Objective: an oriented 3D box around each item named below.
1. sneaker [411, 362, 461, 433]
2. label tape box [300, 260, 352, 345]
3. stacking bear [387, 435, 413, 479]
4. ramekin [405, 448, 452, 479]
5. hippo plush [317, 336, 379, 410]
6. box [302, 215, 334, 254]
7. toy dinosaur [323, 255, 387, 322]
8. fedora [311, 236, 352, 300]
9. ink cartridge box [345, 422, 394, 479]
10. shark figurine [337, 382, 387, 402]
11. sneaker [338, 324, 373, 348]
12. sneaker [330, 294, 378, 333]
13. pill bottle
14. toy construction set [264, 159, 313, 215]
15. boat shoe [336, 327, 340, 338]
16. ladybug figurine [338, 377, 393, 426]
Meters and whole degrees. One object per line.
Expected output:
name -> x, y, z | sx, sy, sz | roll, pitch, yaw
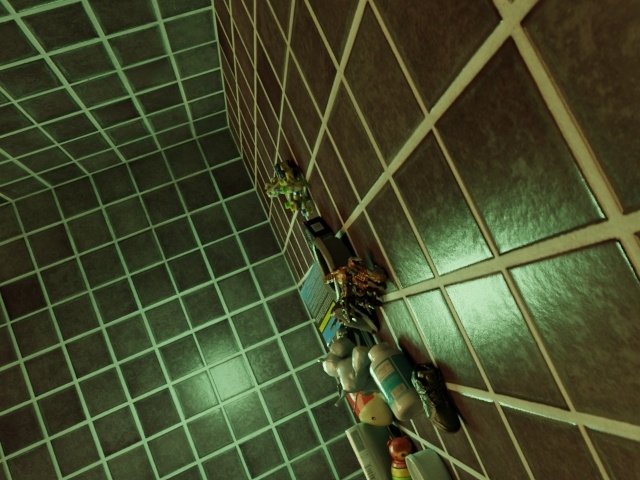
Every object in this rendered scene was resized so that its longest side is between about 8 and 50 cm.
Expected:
sneaker -> 0.350, 0.477, 1.436 | 0.130, 0.087, 0.228 | 72, 175, -50
label tape box -> 0.048, 0.277, 2.152 | 0.334, 0.105, 0.241 | 59, 137, 37
stacking bear -> 0.396, 1.059, 2.156 | 0.164, 0.175, 0.289 | 20, -125, -82
ramekin -> 0.434, 0.927, 1.836 | 0.207, 0.109, 0.207 | 157, 90, -79
hippo plush -> 0.135, 0.557, 2.037 | 0.234, 0.294, 0.236 | 32, 171, -38
box -> 0.000, 0.000, 2.115 | 0.156, 0.093, 0.158 | -127, 20, -50
toy dinosaur -> 0.128, 0.155, 1.685 | 0.322, 0.164, 0.219 | -157, 50, -71
fedora -> 0.066, 0.095, 1.915 | 0.243, 0.124, 0.276 | -141, 31, -67
ink cartridge box -> 0.299, 1.076, 2.362 | 0.385, 0.091, 0.308 | 31, -154, -59
shark figurine -> 0.207, 0.658, 2.188 | 0.166, 0.278, 0.116 | -86, 10, -45
sneaker -> 0.135, 0.408, 2.191 | 0.126, 0.127, 0.321 | 91, 156, -66
sneaker -> 0.139, 0.312, 1.890 | 0.271, 0.108, 0.100 | 40, -168, -38
pill bottle -> 0.273, 0.493, 1.671 | 0.146, 0.146, 0.264 | 79, 164, -44
toy construction set -> -0.152, -0.257, 2.239 | 0.327, 0.151, 0.215 | 34, 146, 51
boat shoe -> 0.161, 0.495, 2.296 | 0.123, 0.123, 0.342 | 14, -112, -65
ladybug figurine -> 0.211, 0.758, 2.398 | 0.449, 0.161, 0.305 | -124, 16, -44
